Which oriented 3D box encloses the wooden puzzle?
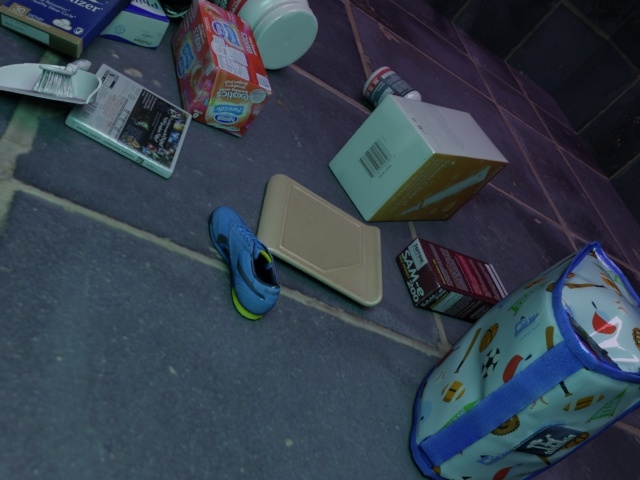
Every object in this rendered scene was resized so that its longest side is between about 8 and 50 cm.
[{"bbox_3d":[0.000,0.000,1.121,0.238,0.044,0.221,26,35,-17],"label":"wooden puzzle"}]

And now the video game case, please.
[{"bbox_3d":[-0.307,-0.199,1.034,0.173,0.022,0.190,29,34,-21],"label":"video game case"}]

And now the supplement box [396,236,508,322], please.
[{"bbox_3d":[0.277,0.089,1.283,0.239,0.073,0.130,19,38,-35],"label":"supplement box"}]

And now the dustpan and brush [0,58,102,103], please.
[{"bbox_3d":[-0.388,-0.248,0.949,0.147,0.060,0.211,10,12,-4],"label":"dustpan and brush"}]

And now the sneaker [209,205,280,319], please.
[{"bbox_3d":[-0.107,0.015,0.943,0.069,0.082,0.209,9,43,-39],"label":"sneaker"}]

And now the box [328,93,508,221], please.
[{"bbox_3d":[0.225,-0.172,1.404,0.345,0.215,0.168,-4,55,-49],"label":"box"}]

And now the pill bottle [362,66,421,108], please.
[{"bbox_3d":[0.212,-0.381,1.719,0.180,0.108,0.108,45,31,20],"label":"pill bottle"}]

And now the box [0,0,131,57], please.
[{"bbox_3d":[-0.416,-0.405,1.062,0.136,0.036,0.225,22,49,-3],"label":"box"}]

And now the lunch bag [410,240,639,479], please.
[{"bbox_3d":[0.334,0.204,0.973,0.239,0.328,0.385,51,31,16],"label":"lunch bag"}]

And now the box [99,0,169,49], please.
[{"bbox_3d":[-0.378,-0.447,1.203,0.126,0.072,0.137,-3,54,-48],"label":"box"}]

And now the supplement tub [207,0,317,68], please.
[{"bbox_3d":[-0.147,-0.557,1.475,0.191,0.191,0.272,-6,55,-51],"label":"supplement tub"}]

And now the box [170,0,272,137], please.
[{"bbox_3d":[-0.198,-0.340,1.223,0.128,0.123,0.257,16,40,-36],"label":"box"}]

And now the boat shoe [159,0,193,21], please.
[{"bbox_3d":[-0.289,-0.509,1.312,0.108,0.102,0.301,7,22,-5],"label":"boat shoe"}]
